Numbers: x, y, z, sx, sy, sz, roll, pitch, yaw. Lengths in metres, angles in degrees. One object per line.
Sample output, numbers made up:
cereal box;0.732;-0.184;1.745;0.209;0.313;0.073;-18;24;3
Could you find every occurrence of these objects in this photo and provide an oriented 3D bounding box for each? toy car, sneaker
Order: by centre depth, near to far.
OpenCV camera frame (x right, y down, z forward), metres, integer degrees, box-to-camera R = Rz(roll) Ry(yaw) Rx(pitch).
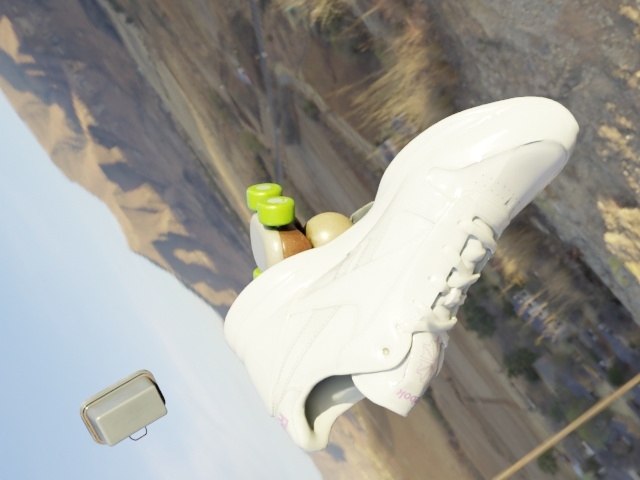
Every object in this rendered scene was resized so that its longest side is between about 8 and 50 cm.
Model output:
sneaker;0.071;0.031;0.539;0.114;0.305;0.152;27;-153;-49
toy car;0.000;0.000;1.080;0.149;0.188;0.155;-132;37;-66

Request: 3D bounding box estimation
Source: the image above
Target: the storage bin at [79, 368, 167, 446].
storage bin;-0.316;0.287;1.248;0.098;0.135;0.091;65;159;-9
